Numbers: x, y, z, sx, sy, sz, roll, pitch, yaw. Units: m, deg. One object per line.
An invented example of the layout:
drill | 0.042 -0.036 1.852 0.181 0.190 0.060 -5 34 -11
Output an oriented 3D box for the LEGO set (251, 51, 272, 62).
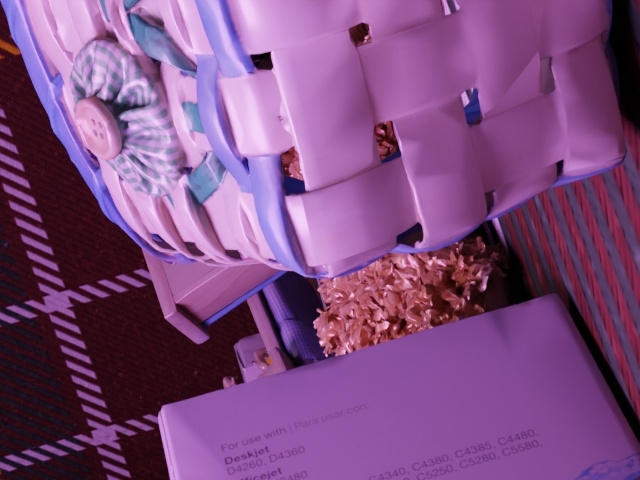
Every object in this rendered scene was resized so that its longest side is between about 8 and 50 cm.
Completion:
LEGO set | -0.092 -0.130 1.416 0.255 0.192 0.331 -174 68 -85

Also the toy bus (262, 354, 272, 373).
toy bus | 0.030 0.148 1.417 0.191 0.202 0.104 42 -118 -85

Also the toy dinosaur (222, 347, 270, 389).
toy dinosaur | -0.039 0.142 1.246 0.092 0.053 0.183 44 -169 29

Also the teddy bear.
teddy bear | 0.028 -0.018 0.853 0.245 0.113 0.338 90 163 -68

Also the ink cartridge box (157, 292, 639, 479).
ink cartridge box | 0.063 0.200 0.603 0.270 0.197 0.198 -111 6 -46

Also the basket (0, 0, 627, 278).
basket | -0.026 -0.122 0.535 0.289 0.201 0.255 -143 35 -66

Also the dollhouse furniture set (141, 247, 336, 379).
dollhouse furniture set | 0.000 0.000 1.218 0.303 0.198 0.286 46 -165 -47

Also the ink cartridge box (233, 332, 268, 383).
ink cartridge box | -0.007 0.221 1.823 0.092 0.160 0.219 -121 15 -70

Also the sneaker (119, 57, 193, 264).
sneaker | -0.079 -0.043 0.822 0.226 0.086 0.163 -122 7 -60
